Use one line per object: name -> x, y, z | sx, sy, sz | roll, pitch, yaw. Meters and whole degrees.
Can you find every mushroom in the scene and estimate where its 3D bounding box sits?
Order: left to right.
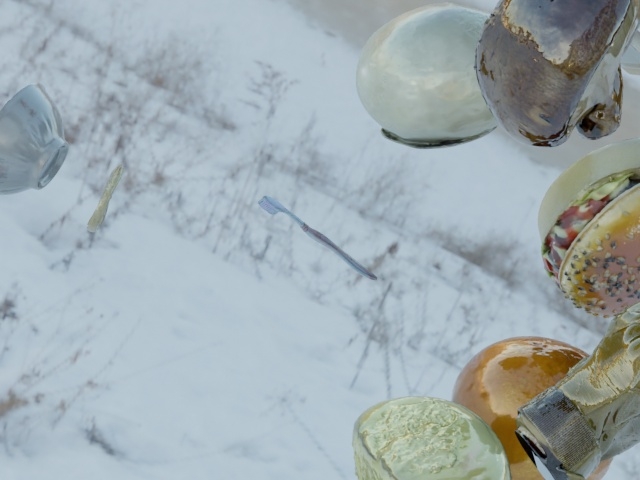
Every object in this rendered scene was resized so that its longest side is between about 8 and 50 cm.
mushroom -> 0.227, -0.197, 1.041 | 0.138, 0.194, 0.231 | 15, 33, 22

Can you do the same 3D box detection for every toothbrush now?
toothbrush -> 0.000, 0.000, 1.367 | 0.193, 0.019, 0.013 | 35, 41, -26

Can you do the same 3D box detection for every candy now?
candy -> 0.185, -0.264, 1.675 | 0.295, 0.185, 0.295 | -10, 36, 7

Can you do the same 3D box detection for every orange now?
orange -> 0.315, 0.272, 1.661 | 0.261, 0.261, 0.261 | 18, 28, -10

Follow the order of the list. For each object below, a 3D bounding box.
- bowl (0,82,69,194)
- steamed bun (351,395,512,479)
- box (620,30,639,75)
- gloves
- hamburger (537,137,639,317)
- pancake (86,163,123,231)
bowl -> -0.426, -0.129, 1.625 | 0.086, 0.189, 0.189 | 32, 29, 3
steamed bun -> 0.149, 0.322, 1.391 | 0.166, 0.232, 0.273 | -18, 20, -14
box -> 0.514, -0.374, 1.986 | 0.247, 0.033, 0.129 | 34, -2, -23
gloves -> 0.363, 0.144, 1.196 | 0.154, 0.331, 0.141 | 55, 4, -7
hamburger -> 0.460, -0.008, 1.621 | 0.300, 0.300, 0.176 | 7, 43, -29
pancake -> -0.391, -0.076, 2.030 | 0.022, 0.139, 0.139 | 24, 28, -8
